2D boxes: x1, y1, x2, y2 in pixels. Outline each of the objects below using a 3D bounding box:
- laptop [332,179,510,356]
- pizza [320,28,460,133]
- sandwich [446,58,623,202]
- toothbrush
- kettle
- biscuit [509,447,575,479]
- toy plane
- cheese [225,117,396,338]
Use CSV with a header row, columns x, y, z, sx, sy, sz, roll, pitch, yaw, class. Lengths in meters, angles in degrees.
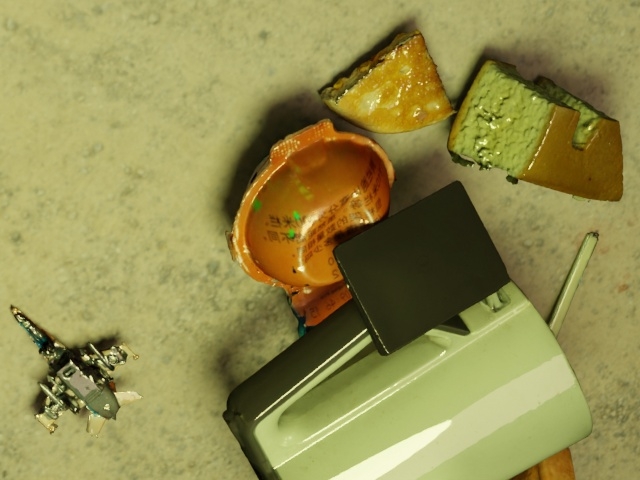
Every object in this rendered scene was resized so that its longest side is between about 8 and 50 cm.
x,y,z,sx,sy,sz,roll,pitch,yaw,class
0.112,0.029,1.809,0.197,0.016,0.135,-27,92,-31,laptop
0.083,-0.181,1.850,0.178,0.041,0.131,-9,124,-24,pizza
0.276,-0.117,1.936,0.235,0.122,0.128,11,108,-48,sandwich
0.304,0.121,2.152,0.026,0.028,0.294,12,110,-35,toothbrush
0.092,0.191,1.929,0.376,0.250,0.361,-30,142,-6,kettle
0.258,0.464,2.132,0.078,0.350,0.455,3,116,-12,biscuit
-0.282,0.143,1.824,0.135,0.062,0.188,-39,128,-2,toy plane
0.000,0.000,1.857,0.217,0.129,0.329,-28,137,-15,cheese
